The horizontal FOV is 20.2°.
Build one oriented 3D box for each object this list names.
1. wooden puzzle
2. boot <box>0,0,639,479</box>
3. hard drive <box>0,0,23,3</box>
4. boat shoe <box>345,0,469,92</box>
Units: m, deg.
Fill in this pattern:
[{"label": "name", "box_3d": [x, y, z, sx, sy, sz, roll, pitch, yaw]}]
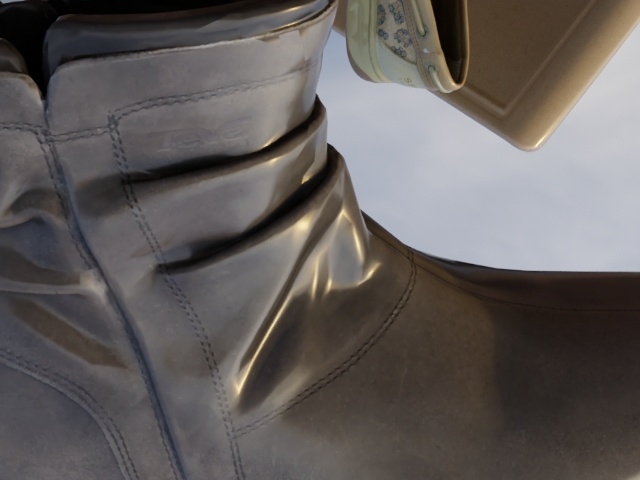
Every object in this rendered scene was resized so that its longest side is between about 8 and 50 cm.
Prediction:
[{"label": "wooden puzzle", "box_3d": [0.148, -0.215, 1.514, 0.239, 0.221, 0.044, 36, 174, 20]}, {"label": "boot", "box_3d": [0.000, 0.000, 0.609, 0.338, 0.223, 0.118, -7, -144, -10]}, {"label": "hard drive", "box_3d": [-0.274, -0.149, 1.293, 0.040, 0.307, 0.203, 4, -126, -43]}, {"label": "boat shoe", "box_3d": [0.080, -0.255, 1.362, 0.089, 0.285, 0.104, 16, -154, 35]}]
